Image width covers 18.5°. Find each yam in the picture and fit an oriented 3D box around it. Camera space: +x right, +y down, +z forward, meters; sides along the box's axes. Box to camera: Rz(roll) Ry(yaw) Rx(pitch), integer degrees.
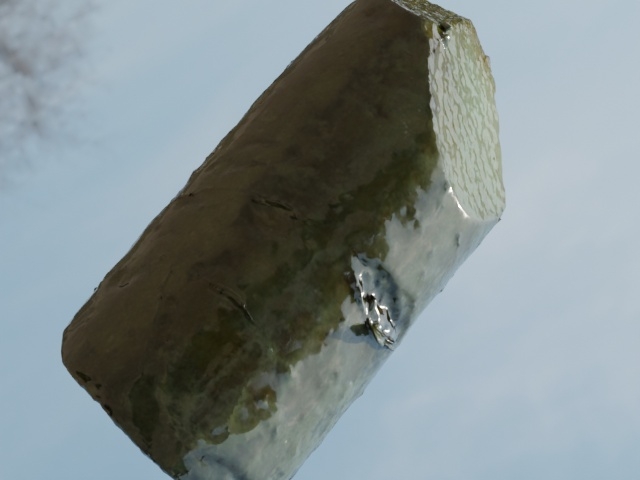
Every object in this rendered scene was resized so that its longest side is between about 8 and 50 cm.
[{"bbox_3d":[0.000,0.000,0.472,0.146,0.069,0.070,-49,-147,-20],"label":"yam"}]
